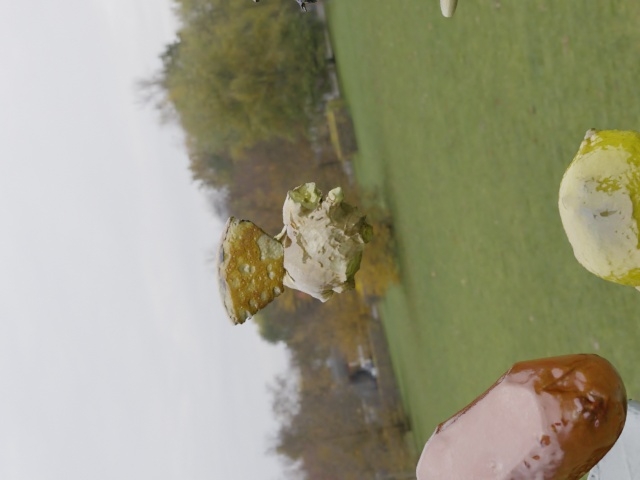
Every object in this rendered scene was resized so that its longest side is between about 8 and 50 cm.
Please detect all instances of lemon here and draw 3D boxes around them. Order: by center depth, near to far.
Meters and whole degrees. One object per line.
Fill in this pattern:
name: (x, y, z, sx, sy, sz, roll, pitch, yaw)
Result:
lemon: (0.576, -0.064, 1.839, 0.268, 0.268, 0.321, -57, -55, -88)

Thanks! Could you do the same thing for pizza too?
pizza: (-0.103, 0.043, 1.435, 0.036, 0.099, 0.160, 160, 109, -73)

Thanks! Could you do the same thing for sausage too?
sausage: (0.200, 0.204, 0.991, 0.258, 0.133, 0.133, -49, 35, 36)

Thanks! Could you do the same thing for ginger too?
ginger: (0.000, 0.000, 1.495, 0.102, 0.157, 0.216, -45, -17, -51)

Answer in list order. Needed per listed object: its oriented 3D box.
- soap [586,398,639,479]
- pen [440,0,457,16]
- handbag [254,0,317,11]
soap: (0.730, 0.542, 1.881, 0.435, 0.213, 0.350, 30, 101, 43)
pen: (0.192, -0.428, 1.455, 0.233, 0.032, 0.040, 87, 174, -51)
handbag: (-0.002, -0.444, 1.462, 0.208, 0.229, 0.126, -17, -107, -55)
